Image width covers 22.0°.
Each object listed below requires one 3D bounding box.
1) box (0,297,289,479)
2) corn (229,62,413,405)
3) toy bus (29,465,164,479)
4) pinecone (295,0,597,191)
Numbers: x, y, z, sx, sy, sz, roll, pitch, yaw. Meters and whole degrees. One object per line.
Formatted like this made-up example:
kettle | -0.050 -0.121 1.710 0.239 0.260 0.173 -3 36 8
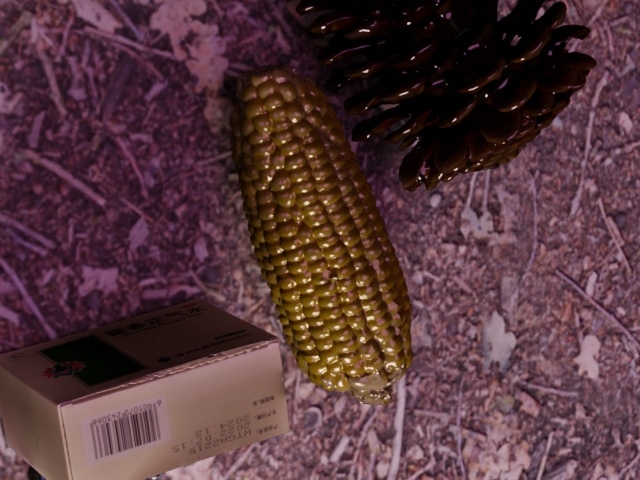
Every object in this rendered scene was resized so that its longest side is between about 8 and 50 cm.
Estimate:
box | -0.159 0.134 1.449 0.212 0.168 0.095 -16 107 -28
corn | 0.000 0.000 1.552 0.130 0.130 0.346 -25 103 -25
toy bus | -0.193 0.206 1.509 0.153 0.051 0.061 -19 92 -26
pinecone | 0.107 -0.194 1.529 0.292 0.246 0.246 47 73 -17
